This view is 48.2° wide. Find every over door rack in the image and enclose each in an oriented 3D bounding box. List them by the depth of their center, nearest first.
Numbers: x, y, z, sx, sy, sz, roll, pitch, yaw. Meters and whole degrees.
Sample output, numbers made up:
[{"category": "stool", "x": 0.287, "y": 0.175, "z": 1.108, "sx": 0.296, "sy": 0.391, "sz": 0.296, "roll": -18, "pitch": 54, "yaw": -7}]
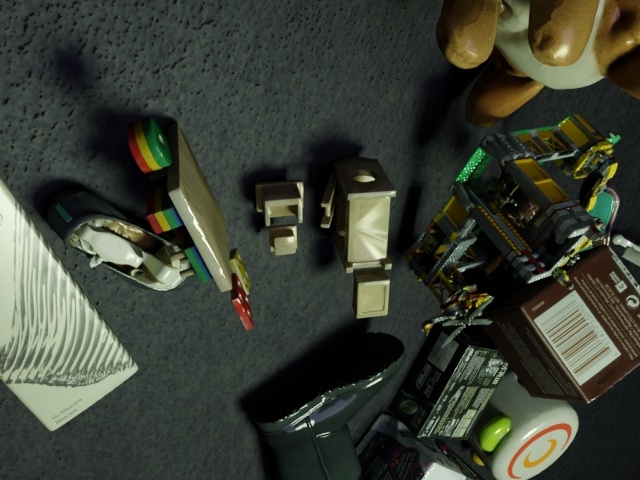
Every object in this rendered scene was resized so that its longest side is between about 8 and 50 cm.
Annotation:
[{"category": "over door rack", "x": 0.539, "y": 0.112, "z": 1.348, "sx": 0.324, "sy": 0.108, "sz": 0.239, "roll": 0, "pitch": 117, "yaw": -62}]

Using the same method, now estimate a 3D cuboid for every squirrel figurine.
[{"category": "squirrel figurine", "x": 0.239, "y": -0.368, "z": 0.776, "sx": 0.370, "sy": 0.281, "sz": 0.396, "roll": 34, "pitch": 78, "yaw": -35}]

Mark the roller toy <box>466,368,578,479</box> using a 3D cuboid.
[{"category": "roller toy", "x": 0.365, "y": 0.340, "z": 1.339, "sx": 0.191, "sy": 0.146, "sz": 0.209, "roll": -29, "pitch": 135, "yaw": -9}]

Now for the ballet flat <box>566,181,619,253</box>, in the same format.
[{"category": "ballet flat", "x": 0.489, "y": -0.004, "z": 1.292, "sx": 0.079, "sy": 0.077, "sz": 0.221, "roll": -25, "pitch": 131, "yaw": -51}]

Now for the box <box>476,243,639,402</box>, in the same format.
[{"category": "box", "x": 0.376, "y": 0.129, "z": 1.092, "sx": 0.167, "sy": 0.168, "sz": 0.203, "roll": -34, "pitch": 176, "yaw": -11}]

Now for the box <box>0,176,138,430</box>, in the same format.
[{"category": "box", "x": -0.290, "y": 0.049, "z": 0.673, "sx": 0.113, "sy": 0.094, "sz": 0.275, "roll": -37, "pitch": 133, "yaw": -16}]

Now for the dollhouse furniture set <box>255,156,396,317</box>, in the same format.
[{"category": "dollhouse furniture set", "x": 0.000, "y": 0.000, "z": 0.904, "sx": 0.161, "sy": 0.101, "sz": 0.181, "roll": -5, "pitch": 122, "yaw": -9}]

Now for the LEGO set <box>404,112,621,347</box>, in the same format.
[{"category": "LEGO set", "x": 0.280, "y": 0.003, "z": 0.957, "sx": 0.255, "sy": 0.192, "sz": 0.331, "roll": -6, "pitch": 142, "yaw": -44}]

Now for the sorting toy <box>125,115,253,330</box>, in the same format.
[{"category": "sorting toy", "x": -0.136, "y": -0.023, "z": 0.738, "sx": 0.046, "sy": 0.132, "sz": 0.274, "roll": -19, "pitch": 128, "yaw": 3}]

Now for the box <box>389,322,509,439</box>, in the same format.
[{"category": "box", "x": 0.225, "y": 0.240, "z": 1.213, "sx": 0.147, "sy": 0.077, "sz": 0.180, "roll": 16, "pitch": 105, "yaw": -43}]

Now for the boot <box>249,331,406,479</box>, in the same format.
[{"category": "boot", "x": 0.029, "y": 0.267, "z": 1.058, "sx": 0.247, "sy": 0.094, "sz": 0.207, "roll": -28, "pitch": 127, "yaw": -15}]

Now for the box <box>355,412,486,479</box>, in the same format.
[{"category": "box", "x": 0.165, "y": 0.426, "z": 1.232, "sx": 0.163, "sy": 0.142, "sz": 0.247, "roll": -53, "pitch": 136, "yaw": 0}]

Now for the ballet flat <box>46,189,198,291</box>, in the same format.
[{"category": "ballet flat", "x": -0.193, "y": 0.016, "z": 0.749, "sx": 0.074, "sy": 0.074, "sz": 0.203, "roll": -53, "pitch": 135, "yaw": 0}]
